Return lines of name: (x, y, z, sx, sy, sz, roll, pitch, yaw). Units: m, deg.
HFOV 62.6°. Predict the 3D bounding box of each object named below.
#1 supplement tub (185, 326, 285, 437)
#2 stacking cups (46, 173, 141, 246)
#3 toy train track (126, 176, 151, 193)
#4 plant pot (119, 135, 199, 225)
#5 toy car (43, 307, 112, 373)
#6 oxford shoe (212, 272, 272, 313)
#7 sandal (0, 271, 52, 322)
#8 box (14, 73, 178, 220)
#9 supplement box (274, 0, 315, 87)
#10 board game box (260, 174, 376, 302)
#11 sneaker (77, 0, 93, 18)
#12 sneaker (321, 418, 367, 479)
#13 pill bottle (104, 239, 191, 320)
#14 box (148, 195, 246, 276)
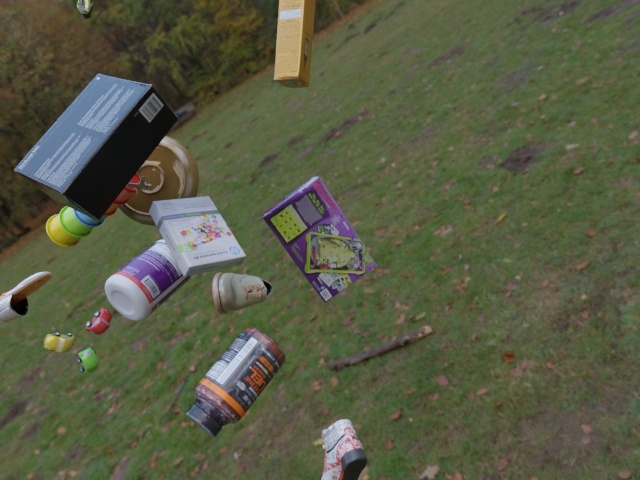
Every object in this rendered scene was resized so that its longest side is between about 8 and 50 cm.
supplement tub: (-0.161, 0.268, 0.995, 0.106, 0.106, 0.198, -3, 41, 54)
stacking cups: (-0.562, -0.090, 1.304, 0.316, 0.096, 0.096, -29, 20, 32)
toy train track: (-0.420, -0.121, 1.186, 0.014, 0.083, 0.048, 49, 125, 34)
plant pot: (-0.430, -0.156, 1.343, 0.236, 0.236, 0.032, -33, 0, 3)
toy car: (-0.814, 0.377, 1.833, 0.053, 0.224, 0.239, 23, 37, 38)
oxford shoe: (-0.269, 0.170, 1.832, 0.147, 0.140, 0.397, -8, 1, 7)
sandal: (-0.952, 0.197, 1.655, 0.265, 0.076, 0.102, -36, -12, 3)
box: (-0.434, -0.189, 1.029, 0.184, 0.103, 0.261, 22, 71, 31)
supplement box: (-0.066, -0.518, 1.354, 0.080, 0.233, 0.078, 2, -2, 22)
board game box: (0.000, 0.000, 1.610, 0.208, 0.346, 0.056, -34, 21, 0)
sneaker: (-0.477, -0.489, 1.068, 0.035, 0.031, 0.083, 129, 145, -68)
sneaker: (0.045, 0.621, 1.483, 0.090, 0.270, 0.145, 2, 39, -24)
pill bottle: (-0.572, 0.118, 1.833, 0.182, 0.181, 0.323, -16, 22, 40)
box: (-0.271, -0.014, 1.159, 0.145, 0.186, 0.038, -11, -32, -43)
